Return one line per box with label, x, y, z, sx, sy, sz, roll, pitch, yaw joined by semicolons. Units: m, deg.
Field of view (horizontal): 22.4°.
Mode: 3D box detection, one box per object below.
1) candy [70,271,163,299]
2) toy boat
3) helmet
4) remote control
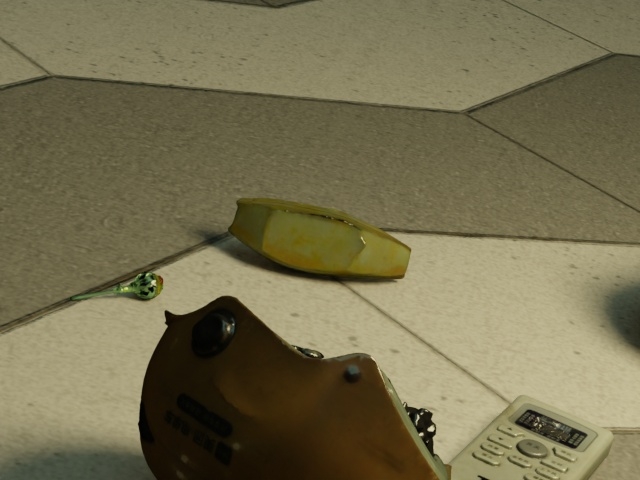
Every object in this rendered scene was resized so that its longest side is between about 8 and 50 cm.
candy;-0.172;0.041;1.365;0.083;0.025;0.023;-8;-13;-25
toy boat;0.000;0.000;1.500;0.172;0.065;0.066;15;3;-2
helmet;-0.033;0.139;1.034;0.224;0.198;0.130;15;61;34
remote control;0.154;0.171;1.222;0.087;0.029;0.190;22;25;22
